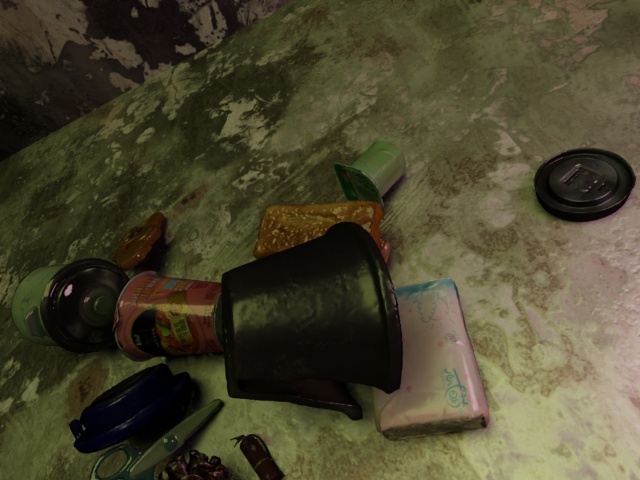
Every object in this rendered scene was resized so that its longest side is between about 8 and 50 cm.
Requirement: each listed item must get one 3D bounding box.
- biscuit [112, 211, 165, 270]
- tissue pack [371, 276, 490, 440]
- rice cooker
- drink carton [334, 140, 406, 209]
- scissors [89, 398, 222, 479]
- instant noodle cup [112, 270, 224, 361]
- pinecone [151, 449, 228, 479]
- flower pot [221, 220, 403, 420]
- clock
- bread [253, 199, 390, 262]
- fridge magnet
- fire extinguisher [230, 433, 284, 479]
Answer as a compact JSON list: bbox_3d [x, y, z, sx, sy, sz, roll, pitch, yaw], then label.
[{"bbox_3d":[-0.600,0.000,1.370,0.186,0.044,0.295,-37,29,1],"label":"biscuit"},{"bbox_3d":[0.191,0.222,0.802,0.202,0.124,0.271,-18,51,20],"label":"tissue pack"},{"bbox_3d":[-0.703,0.185,1.208,0.317,0.264,0.316,-10,9,2],"label":"rice cooker"},{"bbox_3d":[0.145,-0.180,1.110,0.144,0.146,0.142,30,66,39],"label":"drink carton"},{"bbox_3d":[-0.336,0.445,0.906,0.289,0.041,0.138,-35,86,-30],"label":"scissors"},{"bbox_3d":[-0.334,0.189,1.049,0.255,0.244,0.243,-3,56,17],"label":"instant noodle cup"},{"bbox_3d":[-0.244,0.499,0.787,0.208,0.207,0.207,-14,52,19],"label":"pinecone"},{"bbox_3d":[-0.048,0.149,0.765,0.251,0.379,0.379,-3,47,-17],"label":"flower pot"},{"bbox_3d":[0.565,-0.122,0.905,0.185,0.040,0.184,-15,51,19],"label":"clock"},{"bbox_3d":[0.002,0.005,1.041,0.344,0.149,0.195,2,71,28],"label":"bread"},{"bbox_3d":[-0.424,0.373,0.950,0.266,0.265,0.112,-27,93,8],"label":"fridge magnet"},{"bbox_3d":[-0.131,0.446,0.863,0.056,0.039,0.132,-22,39,-32],"label":"fire extinguisher"}]
